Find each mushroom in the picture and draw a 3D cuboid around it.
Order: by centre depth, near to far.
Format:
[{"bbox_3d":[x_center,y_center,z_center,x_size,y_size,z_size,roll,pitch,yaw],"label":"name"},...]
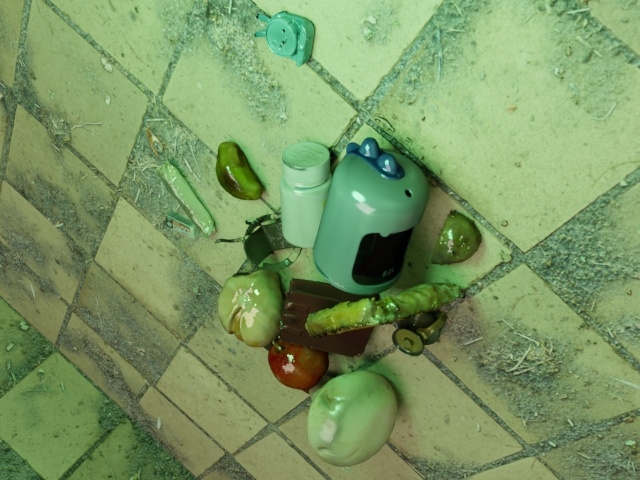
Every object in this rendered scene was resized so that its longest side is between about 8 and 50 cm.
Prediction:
[{"bbox_3d":[0.100,0.560,2.132,0.315,0.315,0.356,34,167,10],"label":"mushroom"}]

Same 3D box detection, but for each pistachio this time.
[{"bbox_3d":[-0.242,-0.184,1.907,0.110,0.100,0.189,-16,115,40],"label":"pistachio"},{"bbox_3d":[-0.209,0.209,2.130,0.229,0.230,0.309,28,153,16],"label":"pistachio"}]

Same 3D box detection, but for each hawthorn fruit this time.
[{"bbox_3d":[-0.083,0.369,2.157,0.196,0.197,0.225,-4,149,40],"label":"hawthorn fruit"}]

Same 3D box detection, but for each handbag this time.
[{"bbox_3d":[0.020,0.228,1.992,0.275,0.084,0.260,12,137,-5],"label":"handbag"}]

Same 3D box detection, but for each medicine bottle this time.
[{"bbox_3d":[-0.036,-0.117,1.770,0.143,0.143,0.258,20,135,24],"label":"medicine bottle"}]

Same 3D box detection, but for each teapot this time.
[{"bbox_3d":[0.272,0.240,1.848,0.130,0.119,0.165,50,138,-9],"label":"teapot"}]

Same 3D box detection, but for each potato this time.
[{"bbox_3d":[0.323,0.027,1.649,0.100,0.089,0.172,26,135,15],"label":"potato"}]

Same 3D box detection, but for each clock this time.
[{"bbox_3d":[-0.087,-0.478,1.579,0.147,0.045,0.108,28,136,17],"label":"clock"}]

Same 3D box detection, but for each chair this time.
[{"bbox_3d":[-0.167,0.010,1.986,0.213,0.149,0.174,-10,113,37],"label":"chair"}]

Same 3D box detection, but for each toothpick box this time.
[{"bbox_3d":[0.115,-0.072,1.627,0.263,0.263,0.355,30,136,15],"label":"toothpick box"}]

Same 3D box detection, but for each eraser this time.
[{"bbox_3d":[-0.459,-0.050,2.246,0.122,0.029,0.052,25,136,19],"label":"eraser"}]

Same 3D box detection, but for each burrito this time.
[{"bbox_3d":[-0.418,-0.126,2.131,0.082,0.059,0.275,-16,113,52],"label":"burrito"}]

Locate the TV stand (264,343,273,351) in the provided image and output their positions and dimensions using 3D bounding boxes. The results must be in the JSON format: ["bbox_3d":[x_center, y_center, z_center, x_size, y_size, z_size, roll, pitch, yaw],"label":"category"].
[{"bbox_3d":[-0.148,0.372,2.351,0.256,0.040,0.049,37,138,7],"label":"TV stand"}]

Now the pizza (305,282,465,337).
[{"bbox_3d":[0.121,0.176,1.669,0.434,0.392,0.080,-18,82,17],"label":"pizza"}]

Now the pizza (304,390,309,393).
[{"bbox_3d":[-0.094,0.477,2.385,0.185,0.036,0.176,46,173,-39],"label":"pizza"}]
